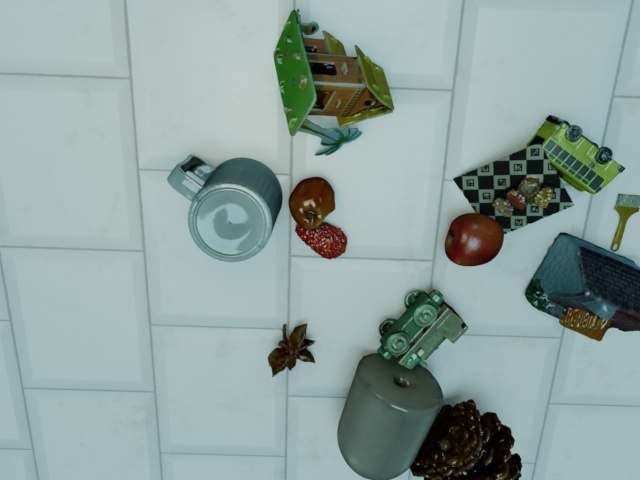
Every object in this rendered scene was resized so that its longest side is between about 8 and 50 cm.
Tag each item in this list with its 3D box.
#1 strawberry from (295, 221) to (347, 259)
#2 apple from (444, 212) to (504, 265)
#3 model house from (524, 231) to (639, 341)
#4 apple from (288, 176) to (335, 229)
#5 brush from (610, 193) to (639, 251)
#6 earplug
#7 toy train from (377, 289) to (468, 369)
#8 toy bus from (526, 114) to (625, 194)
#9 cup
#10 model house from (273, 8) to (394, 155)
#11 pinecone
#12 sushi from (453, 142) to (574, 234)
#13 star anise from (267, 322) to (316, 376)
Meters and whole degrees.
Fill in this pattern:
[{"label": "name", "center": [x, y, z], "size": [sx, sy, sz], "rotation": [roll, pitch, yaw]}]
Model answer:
[{"label": "strawberry", "center": [0.000, 0.000, 1.827], "size": [0.188, 0.082, 0.121], "rotation": [23, 111, -11]}, {"label": "apple", "center": [0.496, 0.001, 1.777], "size": [0.168, 0.181, 0.181], "rotation": [15, 109, -8]}, {"label": "model house", "center": [0.920, 0.203, 1.767], "size": [0.360, 0.339, 0.297], "rotation": [23, 106, -8]}, {"label": "apple", "center": [-0.029, -0.121, 1.741], "size": [0.156, 0.158, 0.147], "rotation": [-23, 106, 12]}, {"label": "brush", "center": [1.018, -0.056, 1.844], "size": [0.083, 0.011, 0.205], "rotation": [5, 110, -3]}, {"label": "earplug", "center": [0.226, 0.645, 1.942], "size": [0.312, 0.312, 0.394], "rotation": [14, 112, -5]}, {"label": "toy train", "center": [0.347, 0.320, 1.906], "size": [0.221, 0.150, 0.304], "rotation": [38, 100, -19]}, {"label": "toy bus", "center": [0.793, -0.263, 1.709], "size": [0.262, 0.128, 0.150], "rotation": [33, 108, -9]}, {"label": "cup", "center": [-0.266, -0.126, 1.657], "size": [0.257, 0.311, 0.331], "rotation": [-21, 108, 7]}, {"label": "model house", "center": [0.032, -0.452, 1.648], "size": [0.323, 0.340, 0.300], "rotation": [-3, 69, -23]}, {"label": "pinecone", "center": [0.532, 0.785, 1.959], "size": [0.397, 0.398, 0.398], "rotation": [0, 110, 0]}, {"label": "sushi", "center": [0.609, -0.139, 1.733], "size": [0.290, 0.050, 0.264], "rotation": [-25, 111, 35]}, {"label": "star anise", "center": [-0.108, 0.398, 1.953], "size": [0.212, 0.111, 0.196], "rotation": [-47, 127, -16]}]
